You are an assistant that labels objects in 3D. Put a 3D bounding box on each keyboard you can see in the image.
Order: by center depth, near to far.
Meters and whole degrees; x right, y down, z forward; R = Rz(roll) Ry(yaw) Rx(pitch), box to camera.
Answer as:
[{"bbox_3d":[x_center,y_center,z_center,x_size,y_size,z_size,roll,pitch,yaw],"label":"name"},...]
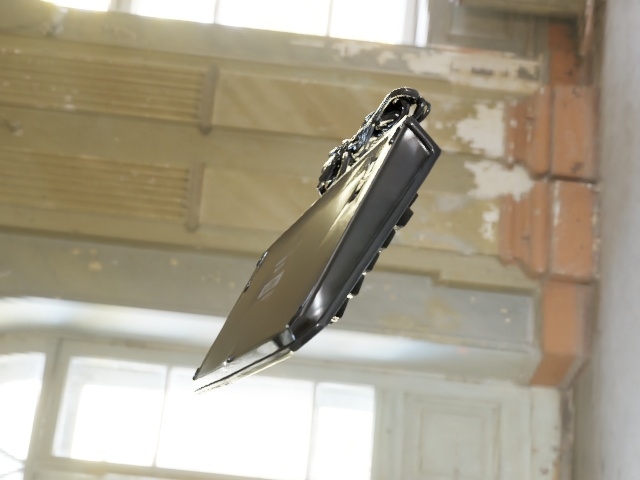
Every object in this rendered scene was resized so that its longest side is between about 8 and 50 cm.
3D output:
[{"bbox_3d":[0.000,0.000,0.579,0.202,0.033,0.317,-61,8,-18],"label":"keyboard"}]

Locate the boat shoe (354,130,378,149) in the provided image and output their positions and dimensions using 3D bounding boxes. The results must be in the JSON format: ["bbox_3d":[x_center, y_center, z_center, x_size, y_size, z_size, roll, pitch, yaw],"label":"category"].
[{"bbox_3d":[0.062,-0.114,1.191,0.135,0.050,0.045,-38,36,59],"label":"boat shoe"}]
